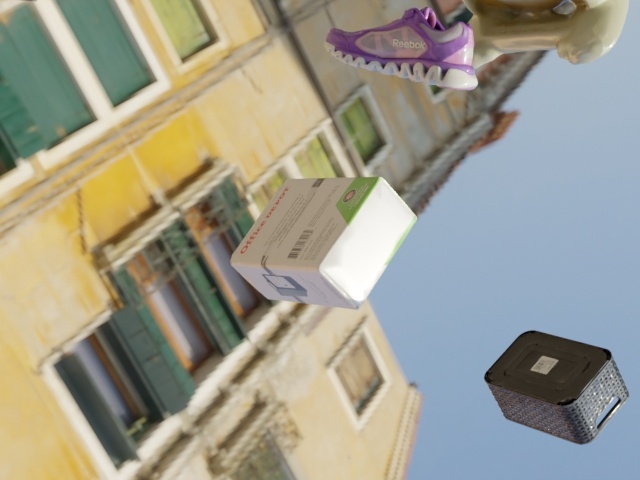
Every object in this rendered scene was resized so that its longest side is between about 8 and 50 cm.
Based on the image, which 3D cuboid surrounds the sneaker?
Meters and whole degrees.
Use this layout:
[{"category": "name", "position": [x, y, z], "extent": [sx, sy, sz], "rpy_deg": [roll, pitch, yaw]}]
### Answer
[{"category": "sneaker", "position": [0.119, -0.282, 1.603], "extent": [0.236, 0.105, 0.095], "rpy_deg": [16, -165, 26]}]

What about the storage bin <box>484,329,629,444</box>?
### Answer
[{"category": "storage bin", "position": [0.351, 0.216, 1.694], "extent": [0.122, 0.084, 0.180], "rpy_deg": [-43, -149, -23]}]

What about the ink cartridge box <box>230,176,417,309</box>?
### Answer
[{"category": "ink cartridge box", "position": [0.000, 0.000, 1.928], "extent": [0.273, 0.115, 0.198], "rpy_deg": [3, -127, 54]}]

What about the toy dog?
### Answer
[{"category": "toy dog", "position": [0.287, -0.500, 1.631], "extent": [0.284, 0.408, 0.395], "rpy_deg": [16, -118, 47]}]
